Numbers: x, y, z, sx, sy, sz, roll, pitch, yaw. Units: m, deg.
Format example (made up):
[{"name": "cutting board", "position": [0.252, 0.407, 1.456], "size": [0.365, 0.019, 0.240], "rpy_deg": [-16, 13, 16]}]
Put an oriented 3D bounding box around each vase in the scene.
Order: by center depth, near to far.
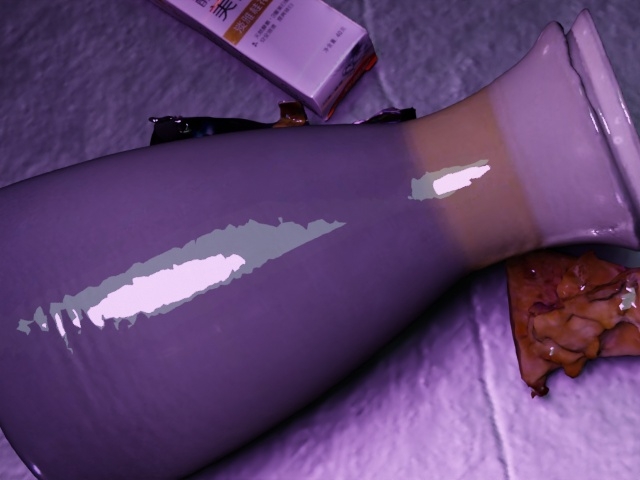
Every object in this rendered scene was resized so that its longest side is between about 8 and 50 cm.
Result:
[{"name": "vase", "position": [0.000, 0.000, 0.711], "size": [0.321, 0.173, 0.173], "rpy_deg": [-23, 70, 11]}]

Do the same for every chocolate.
[{"name": "chocolate", "position": [-0.018, -0.052, 0.809], "size": [0.147, 0.072, 0.070], "rpy_deg": [12, 65, 8]}]

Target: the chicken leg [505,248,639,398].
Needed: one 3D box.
[{"name": "chicken leg", "position": [0.293, 0.011, 0.708], "size": [0.409, 0.182, 0.295], "rpy_deg": [1, 63, 27]}]

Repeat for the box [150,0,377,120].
[{"name": "box", "position": [-0.067, -0.153, 0.863], "size": [0.218, 0.039, 0.055], "rpy_deg": [35, 83, 18]}]
